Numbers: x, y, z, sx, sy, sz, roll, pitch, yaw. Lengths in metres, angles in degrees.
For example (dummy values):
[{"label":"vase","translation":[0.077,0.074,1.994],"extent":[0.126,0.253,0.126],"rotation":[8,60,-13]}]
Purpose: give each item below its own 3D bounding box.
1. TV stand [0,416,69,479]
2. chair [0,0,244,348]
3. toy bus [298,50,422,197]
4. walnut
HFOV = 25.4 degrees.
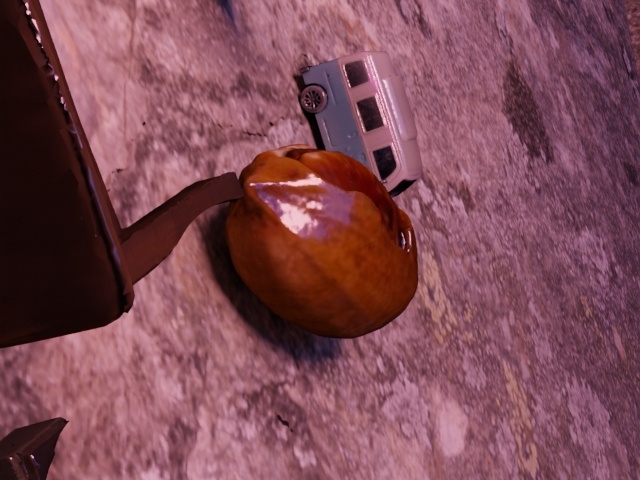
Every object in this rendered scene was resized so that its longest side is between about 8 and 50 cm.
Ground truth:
[{"label":"TV stand","translation":[-0.094,0.209,0.667],"extent":[0.256,0.040,0.049],"rotation":[69,23,-9]},{"label":"chair","translation":[-0.170,-0.024,0.487],"extent":[0.319,0.186,0.160],"rotation":[-45,121,-67]},{"label":"toy bus","translation":[0.037,-0.089,1.133],"extent":[0.060,0.075,0.122],"rotation":[-18,91,-67]},{"label":"walnut","translation":[0.000,0.000,0.944],"extent":[0.207,0.116,0.115],"rotation":[34,44,-55]}]
